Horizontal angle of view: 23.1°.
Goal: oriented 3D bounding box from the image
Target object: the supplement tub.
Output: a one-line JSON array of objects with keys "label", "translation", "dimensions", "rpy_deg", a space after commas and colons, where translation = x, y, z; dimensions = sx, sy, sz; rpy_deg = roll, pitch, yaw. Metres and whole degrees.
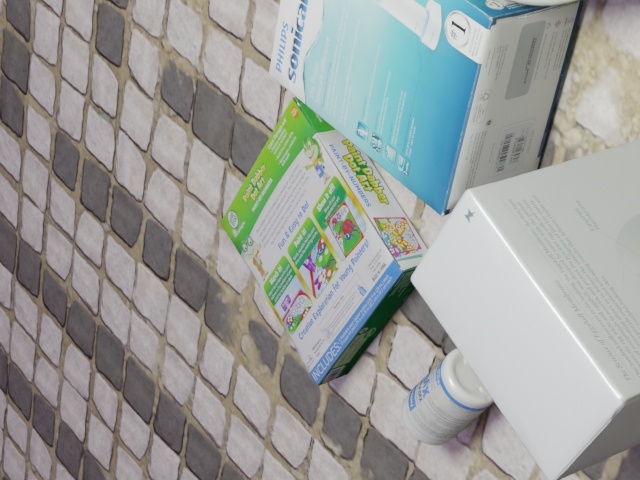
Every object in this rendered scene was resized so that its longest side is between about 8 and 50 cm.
[{"label": "supplement tub", "translation": [0.139, 0.165, 1.662], "dimensions": [0.071, 0.071, 0.107], "rpy_deg": [60, 141, 18]}]

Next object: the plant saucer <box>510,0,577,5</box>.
[{"label": "plant saucer", "translation": [0.205, -0.402, 1.315], "dimensions": [0.400, 0.100, 0.400], "rpy_deg": [26, 122, 50]}]

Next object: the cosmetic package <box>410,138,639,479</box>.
[{"label": "cosmetic package", "translation": [0.240, 0.054, 1.348], "dimensions": [0.224, 0.224, 0.138], "rpy_deg": [57, 141, 24]}]

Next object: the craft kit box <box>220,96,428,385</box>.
[{"label": "craft kit box", "translation": [0.000, 0.000, 1.803], "dimensions": [0.246, 0.061, 0.250], "rpy_deg": [57, 141, 19]}]

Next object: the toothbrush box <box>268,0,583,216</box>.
[{"label": "toothbrush box", "translation": [0.092, -0.198, 1.537], "dimensions": [0.295, 0.126, 0.216], "rpy_deg": [40, 134, 37]}]
